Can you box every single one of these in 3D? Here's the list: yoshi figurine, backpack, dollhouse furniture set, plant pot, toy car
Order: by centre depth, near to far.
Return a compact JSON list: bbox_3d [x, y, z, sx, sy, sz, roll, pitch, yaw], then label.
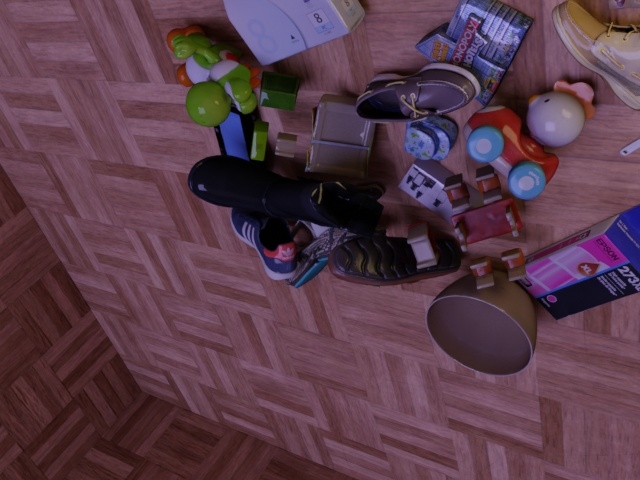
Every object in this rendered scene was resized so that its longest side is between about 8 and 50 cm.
[{"bbox_3d":[0.437,-0.239,1.372,0.210,0.219,0.238,41,114,-1],"label":"toy car"},{"bbox_3d":[0.254,-0.238,1.578,0.114,0.084,0.105,23,143,17],"label":"backpack"},{"bbox_3d":[0.342,-0.027,1.605,0.259,0.135,0.262,-17,107,19],"label":"dollhouse furniture set"},{"bbox_3d":[-0.296,-0.399,1.692,0.362,0.204,0.203,46,114,44],"label":"yoshi figurine"},{"bbox_3d":[-0.014,-0.291,1.713,0.302,0.151,0.197,8,119,-5],"label":"dollhouse furniture set"},{"bbox_3d":[0.442,0.187,1.768,0.284,0.191,0.284,22,140,20],"label":"plant pot"}]

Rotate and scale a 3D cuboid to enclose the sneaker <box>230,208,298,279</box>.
[{"bbox_3d":[-0.166,-0.041,2.046,0.350,0.131,0.148,47,143,38],"label":"sneaker"}]

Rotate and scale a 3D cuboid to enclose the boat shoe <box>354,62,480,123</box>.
[{"bbox_3d":[0.202,-0.310,1.476,0.324,0.096,0.116,12,145,52],"label":"boat shoe"}]

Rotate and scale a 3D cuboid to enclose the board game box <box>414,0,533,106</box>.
[{"bbox_3d":[0.302,-0.404,1.385,0.194,0.060,0.194,31,143,10],"label":"board game box"}]

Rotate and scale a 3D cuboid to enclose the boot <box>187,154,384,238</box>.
[{"bbox_3d":[-0.103,-0.115,1.732,0.445,0.367,0.146,24,104,60],"label":"boot"}]

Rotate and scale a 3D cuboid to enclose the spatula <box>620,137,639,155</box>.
[{"bbox_3d":[0.717,-0.182,1.295,0.168,0.019,0.242,42,143,-4],"label":"spatula"}]

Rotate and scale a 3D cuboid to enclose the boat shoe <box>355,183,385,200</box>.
[{"bbox_3d":[0.107,-0.119,1.854,0.152,0.049,0.056,-17,117,49],"label":"boat shoe"}]

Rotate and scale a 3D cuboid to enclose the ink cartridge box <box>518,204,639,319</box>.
[{"bbox_3d":[0.643,0.061,1.578,0.176,0.069,0.371,45,141,-7],"label":"ink cartridge box"}]

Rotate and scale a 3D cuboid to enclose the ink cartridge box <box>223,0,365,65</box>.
[{"bbox_3d":[-0.124,-0.590,1.477,0.308,0.091,0.385,-3,135,48],"label":"ink cartridge box"}]

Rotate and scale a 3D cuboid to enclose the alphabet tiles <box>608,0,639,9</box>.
[{"bbox_3d":[0.538,-0.503,1.123,0.198,0.009,0.237,8,134,34],"label":"alphabet tiles"}]

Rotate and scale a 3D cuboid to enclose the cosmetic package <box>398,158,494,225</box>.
[{"bbox_3d":[0.318,-0.107,1.678,0.239,0.060,0.099,36,144,5],"label":"cosmetic package"}]

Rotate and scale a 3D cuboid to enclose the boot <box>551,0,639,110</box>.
[{"bbox_3d":[0.556,-0.364,1.173,0.262,0.095,0.203,40,145,-10],"label":"boot"}]

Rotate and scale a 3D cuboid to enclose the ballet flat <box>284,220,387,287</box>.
[{"bbox_3d":[0.000,0.000,2.002,0.483,0.164,0.182,-32,86,54],"label":"ballet flat"}]

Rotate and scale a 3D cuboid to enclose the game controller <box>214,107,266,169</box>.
[{"bbox_3d":[-0.243,-0.306,1.947,0.166,0.067,0.319,17,137,27],"label":"game controller"}]

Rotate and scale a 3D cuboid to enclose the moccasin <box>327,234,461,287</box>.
[{"bbox_3d":[0.182,0.053,1.751,0.147,0.380,0.139,-31,70,55],"label":"moccasin"}]
